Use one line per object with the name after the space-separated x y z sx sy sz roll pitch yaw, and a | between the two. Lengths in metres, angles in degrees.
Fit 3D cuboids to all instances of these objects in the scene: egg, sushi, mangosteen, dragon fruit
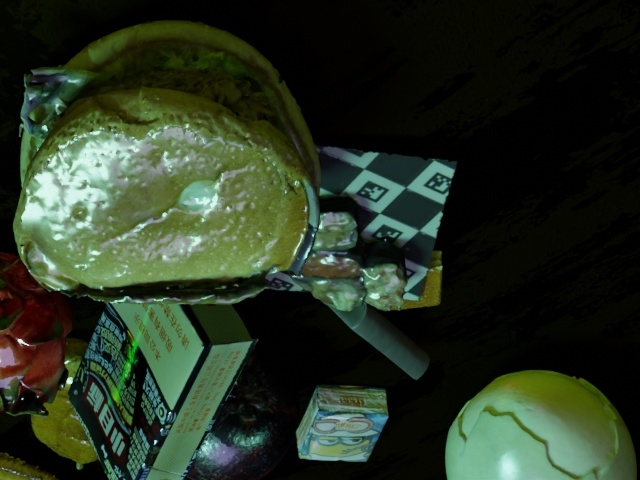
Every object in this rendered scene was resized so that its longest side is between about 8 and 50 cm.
0.324 0.327 1.757 0.278 0.278 0.336 -10 144 9 | egg
0.000 0.000 1.430 0.294 0.059 0.292 5 141 0 | sushi
-0.137 0.240 1.654 0.216 0.216 0.216 -2 144 -2 | mangosteen
-0.404 0.125 1.484 0.192 0.193 0.274 11 133 5 | dragon fruit

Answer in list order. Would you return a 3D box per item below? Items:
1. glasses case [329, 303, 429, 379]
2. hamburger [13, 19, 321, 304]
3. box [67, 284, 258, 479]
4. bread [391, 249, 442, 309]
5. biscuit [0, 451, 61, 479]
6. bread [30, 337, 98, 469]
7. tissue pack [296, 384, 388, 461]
0.081 0.128 1.638 0.042 0.072 0.190 -54 136 -5 | glasses case
-0.153 -0.075 1.211 0.318 0.195 0.277 5 129 -5 | hamburger
-0.206 0.161 1.490 0.084 0.198 0.310 -4 135 -39 | box
0.116 0.053 1.566 0.090 0.035 0.094 -4 144 1 | bread
-0.537 0.413 1.970 0.305 0.038 0.305 8 145 5 | biscuit
-0.363 0.251 1.760 0.124 0.084 0.344 20 144 6 | bread
0.032 0.288 1.857 0.115 0.065 0.155 4 144 -12 | tissue pack
